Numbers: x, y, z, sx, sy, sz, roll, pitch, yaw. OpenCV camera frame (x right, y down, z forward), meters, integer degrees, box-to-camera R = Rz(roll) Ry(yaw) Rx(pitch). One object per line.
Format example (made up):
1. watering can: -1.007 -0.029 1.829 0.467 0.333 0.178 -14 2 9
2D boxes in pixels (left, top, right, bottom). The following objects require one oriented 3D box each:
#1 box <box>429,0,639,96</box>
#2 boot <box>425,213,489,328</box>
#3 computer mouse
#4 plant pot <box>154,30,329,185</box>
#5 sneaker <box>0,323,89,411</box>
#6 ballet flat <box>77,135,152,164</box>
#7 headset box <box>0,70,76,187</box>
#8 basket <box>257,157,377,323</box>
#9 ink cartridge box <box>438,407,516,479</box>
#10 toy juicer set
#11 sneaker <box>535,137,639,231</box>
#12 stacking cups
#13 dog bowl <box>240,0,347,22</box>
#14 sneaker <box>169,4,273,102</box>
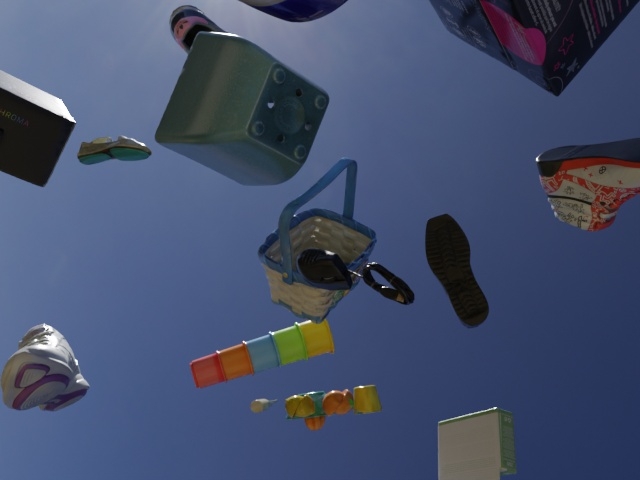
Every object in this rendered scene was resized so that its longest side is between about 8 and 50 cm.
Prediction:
1. box: 0.163 -0.267 0.569 0.142 0.247 0.163 -49 -124 7
2. boot: 0.234 0.063 1.185 0.076 0.137 0.198 -15 -106 6
3. computer mouse: 0.037 0.056 0.927 0.242 0.041 0.071 11 -44 56
4. plant pot: -0.129 -0.248 1.316 0.252 0.247 0.247 17 -96 52
5. sneaker: -0.493 0.212 1.161 0.152 0.114 0.305 61 -18 12
6. ballet flat: -0.423 -0.192 1.374 0.168 0.057 0.052 -3 -113 13
7. headset box: -0.579 -0.224 1.166 0.131 0.246 0.283 -61 -147 5
8. basket: 0.000 0.000 1.374 0.201 0.255 0.289 20 -47 28
9. ink cartridge box: 0.309 0.468 1.343 0.171 0.056 0.235 -32 -136 46
10. toy juicer set: -0.037 0.405 1.575 0.329 0.209 0.090 -13 -103 28
11. sneaker: 0.513 -0.091 1.156 0.270 0.090 0.145 4 -54 48
12. stacking cups: -0.132 0.249 1.501 0.096 0.316 0.096 166 -90 -81
13. dog bowl: -0.035 -0.428 0.873 0.265 0.104 0.265 -6 -99 39
14. sneaker: -0.203 -0.400 1.525 0.112 0.319 0.131 -51 -150 18
